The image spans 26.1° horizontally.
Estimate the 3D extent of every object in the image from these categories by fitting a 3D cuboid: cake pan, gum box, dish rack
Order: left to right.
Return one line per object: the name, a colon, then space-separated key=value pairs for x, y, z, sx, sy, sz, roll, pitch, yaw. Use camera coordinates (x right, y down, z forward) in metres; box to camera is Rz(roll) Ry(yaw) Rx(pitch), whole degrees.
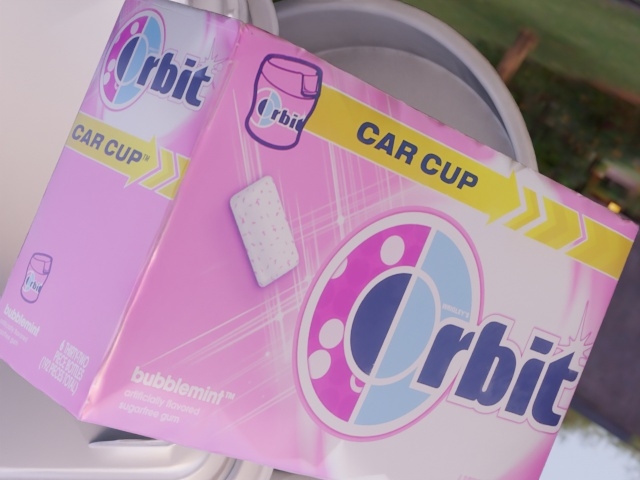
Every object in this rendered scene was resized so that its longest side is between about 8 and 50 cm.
dish rack: x=-0.166 y=-0.011 z=0.729 sx=0.285 sy=0.333 sz=0.072 roll=0 pitch=166 yaw=2
cake pan: x=0.000 y=0.000 z=0.824 sx=0.293 sy=0.293 sz=0.054 roll=35 pitch=-172 yaw=30
gum box: x=0.010 y=0.014 z=0.418 sx=0.188 sy=0.107 sz=0.062 roll=22 pitch=-178 yaw=-41
